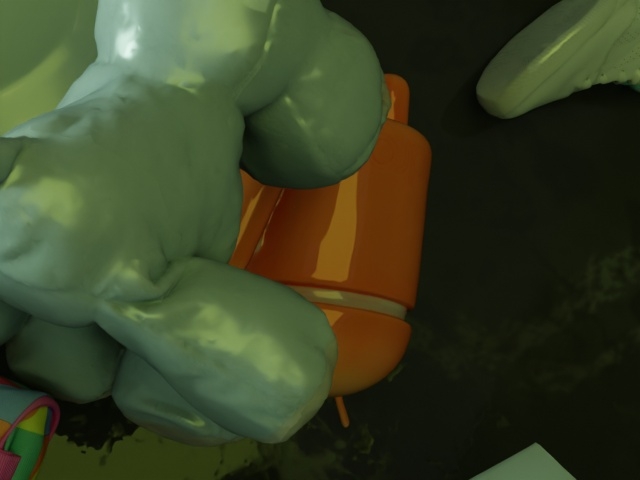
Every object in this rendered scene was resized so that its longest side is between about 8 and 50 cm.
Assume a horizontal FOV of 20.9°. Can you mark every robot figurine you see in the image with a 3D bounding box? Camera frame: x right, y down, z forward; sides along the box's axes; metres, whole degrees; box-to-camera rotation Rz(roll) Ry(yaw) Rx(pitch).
[{"bbox_3d":[-0.002,0.000,1.054,0.128,0.158,0.219,6,81,0],"label":"robot figurine"}]

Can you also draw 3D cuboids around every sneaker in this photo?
[{"bbox_3d":[0.202,-0.129,1.169,0.212,0.080,0.094,-38,107,-20],"label":"sneaker"}]

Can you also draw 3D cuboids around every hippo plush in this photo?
[{"bbox_3d":[-0.097,-0.054,0.891,0.294,0.234,0.237,40,64,-35],"label":"hippo plush"}]

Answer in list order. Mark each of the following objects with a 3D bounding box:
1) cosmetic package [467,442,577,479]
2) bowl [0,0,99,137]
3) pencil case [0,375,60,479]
[{"bbox_3d":[0.040,0.326,0.938,0.284,0.097,0.377,-24,129,-18],"label":"cosmetic package"},{"bbox_3d":[-0.190,-0.134,0.982,0.298,0.134,0.298,-8,111,-22],"label":"bowl"},{"bbox_3d":[-0.261,0.080,0.925,0.236,0.104,0.104,23,76,6],"label":"pencil case"}]
